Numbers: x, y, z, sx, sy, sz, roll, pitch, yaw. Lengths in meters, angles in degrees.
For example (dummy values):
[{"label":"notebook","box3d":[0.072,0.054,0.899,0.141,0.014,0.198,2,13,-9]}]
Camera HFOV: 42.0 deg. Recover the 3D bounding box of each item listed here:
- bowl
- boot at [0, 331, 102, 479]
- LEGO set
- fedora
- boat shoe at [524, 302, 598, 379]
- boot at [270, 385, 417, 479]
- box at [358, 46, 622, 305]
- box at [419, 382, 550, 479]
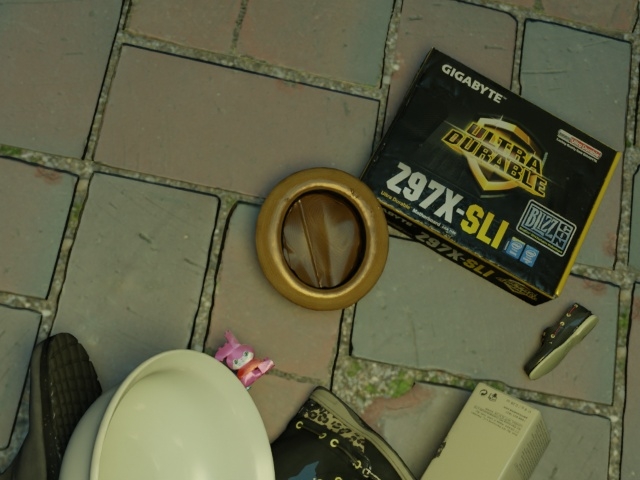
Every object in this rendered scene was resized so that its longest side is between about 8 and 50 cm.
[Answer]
[{"label":"bowl","box3d":[-0.184,0.275,0.907,0.134,0.298,0.297,-14,75,28]},{"label":"boot","box3d":[-0.367,0.286,0.967,0.223,0.118,0.338,-12,72,14]},{"label":"LEGO set","box3d":[-0.176,0.195,1.064,0.227,0.087,0.093,-37,81,-10]},{"label":"fedora","box3d":[0.000,0.000,1.139,0.194,0.079,0.194,1,84,-6]},{"label":"boat shoe","box3d":[0.334,0.144,1.183,0.133,0.049,0.042,-43,58,-10]},{"label":"boot","box3d":[0.010,0.307,1.024,0.178,0.085,0.236,-40,47,-13]},{"label":"box","box3d":[0.239,-0.092,1.211,0.322,0.079,0.257,30,74,-1]},{"label":"box","box3d":[0.182,0.329,1.058,0.094,0.113,0.275,24,68,35]}]
